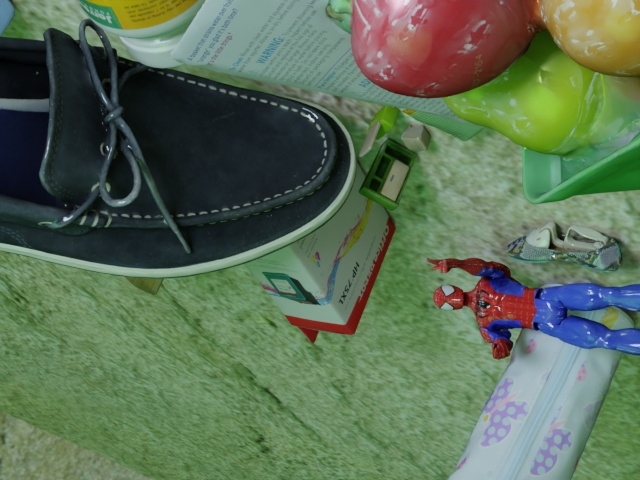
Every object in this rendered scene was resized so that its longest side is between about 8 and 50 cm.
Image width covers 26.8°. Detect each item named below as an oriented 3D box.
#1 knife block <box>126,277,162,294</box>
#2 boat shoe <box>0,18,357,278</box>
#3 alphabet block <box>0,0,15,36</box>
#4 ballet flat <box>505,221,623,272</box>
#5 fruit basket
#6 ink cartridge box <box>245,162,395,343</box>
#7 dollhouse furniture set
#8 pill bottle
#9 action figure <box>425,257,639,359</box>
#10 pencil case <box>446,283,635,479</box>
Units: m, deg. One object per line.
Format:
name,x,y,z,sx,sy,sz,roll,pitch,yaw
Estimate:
knife block,-0.165,-0.040,1.442,0.242,0.088,0.276,5,149,36
boat shoe,-0.201,-0.079,1.107,0.500,0.187,0.156,4,154,-17
alphabet block,-0.439,-0.208,1.226,0.197,0.192,0.193,10,150,29
ballet flat,0.227,0.002,1.254,0.114,0.041,0.041,8,151,30
fruit basket,0.123,-0.147,0.803,0.353,0.165,0.327,15,159,-17
ink cartridge box,0.000,0.000,1.323,0.078,0.134,0.231,8,152,30
dollhouse furniture set,0.082,-0.083,1.175,0.076,0.058,0.151,28,155,-11
pill bottle,-0.142,-0.227,1.010,0.117,0.117,0.208,13,154,22
action figure,0.206,0.067,1.237,0.280,0.091,0.139,5,-176,40
pencil case,0.213,0.177,1.331,0.113,0.273,0.124,21,160,24
